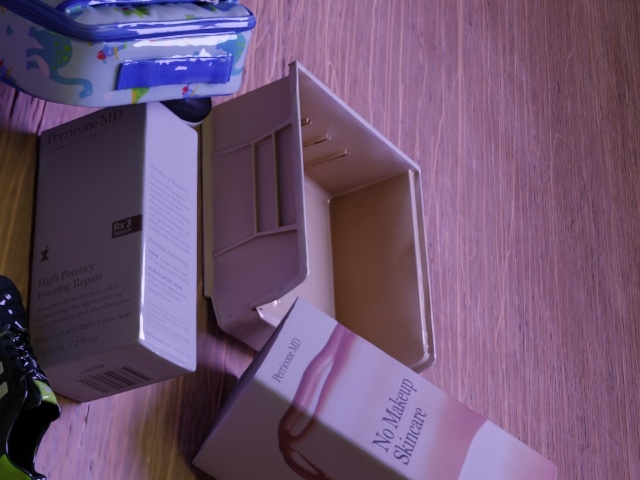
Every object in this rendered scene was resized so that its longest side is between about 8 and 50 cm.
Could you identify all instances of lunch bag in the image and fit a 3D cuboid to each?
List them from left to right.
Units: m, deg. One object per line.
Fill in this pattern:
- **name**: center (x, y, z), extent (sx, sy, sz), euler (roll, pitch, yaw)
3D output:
- **lunch bag**: center (-0.171, -0.173, 1.213), extent (0.219, 0.176, 0.090), euler (-12, 125, -48)

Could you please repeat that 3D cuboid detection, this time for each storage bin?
- **storage bin**: center (0.000, 0.000, 1.538), extent (0.262, 0.123, 0.260), euler (36, 44, -51)

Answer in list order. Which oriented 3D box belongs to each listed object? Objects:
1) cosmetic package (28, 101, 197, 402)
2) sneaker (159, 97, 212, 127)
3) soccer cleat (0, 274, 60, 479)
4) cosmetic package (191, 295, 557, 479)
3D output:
- **cosmetic package**: center (-0.169, 0.005, 1.218), extent (0.085, 0.117, 0.231), euler (37, 42, -52)
- **sneaker**: center (-0.137, -0.193, 1.393), extent (0.217, 0.121, 0.079), euler (48, 36, -40)
- **soccer cleat**: center (-0.225, 0.105, 1.094), extent (0.060, 0.072, 0.178), euler (33, 46, -52)
- **cosmetic package**: center (0.054, 0.204, 1.354), extent (0.296, 0.129, 0.153), euler (32, 33, -4)
